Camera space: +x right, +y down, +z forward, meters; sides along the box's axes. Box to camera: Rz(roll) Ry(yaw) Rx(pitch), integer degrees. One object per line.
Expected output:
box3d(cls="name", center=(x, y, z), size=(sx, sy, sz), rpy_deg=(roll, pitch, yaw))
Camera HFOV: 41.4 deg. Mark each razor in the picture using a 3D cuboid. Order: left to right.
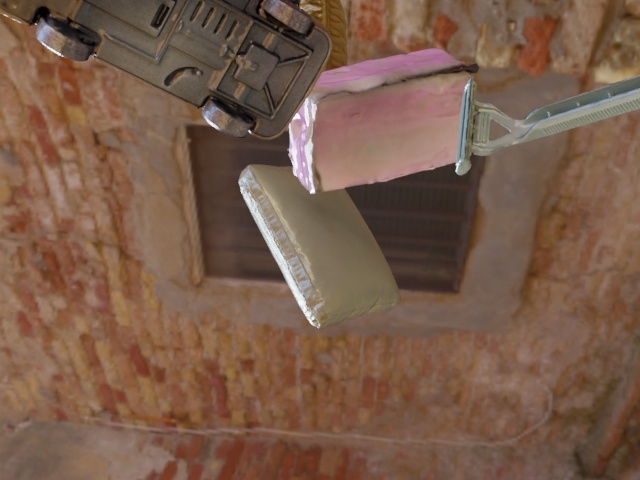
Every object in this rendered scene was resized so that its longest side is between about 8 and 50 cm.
box3d(cls="razor", center=(0.275, -0.141, 0.897), size=(0.056, 0.277, 0.111), rpy_deg=(38, -128, -45))

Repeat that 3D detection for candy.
box3d(cls="candy", center=(0.087, -0.170, 1.200), size=(0.116, 0.265, 0.156), rpy_deg=(-135, 34, -53))

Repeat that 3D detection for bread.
box3d(cls="bread", center=(0.003, -0.319, 1.453), size=(0.077, 0.084, 0.368), rpy_deg=(-41, 35, 36))

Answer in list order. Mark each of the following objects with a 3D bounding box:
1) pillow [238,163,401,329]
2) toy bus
box3d(cls="pillow", center=(0.000, 0.000, 1.549), size=(0.255, 0.120, 0.322), rpy_deg=(-8, -116, -51))
box3d(cls="toy bus", center=(-0.142, -0.215, 0.788), size=(0.139, 0.289, 0.157), rpy_deg=(-58, 29, 18))
